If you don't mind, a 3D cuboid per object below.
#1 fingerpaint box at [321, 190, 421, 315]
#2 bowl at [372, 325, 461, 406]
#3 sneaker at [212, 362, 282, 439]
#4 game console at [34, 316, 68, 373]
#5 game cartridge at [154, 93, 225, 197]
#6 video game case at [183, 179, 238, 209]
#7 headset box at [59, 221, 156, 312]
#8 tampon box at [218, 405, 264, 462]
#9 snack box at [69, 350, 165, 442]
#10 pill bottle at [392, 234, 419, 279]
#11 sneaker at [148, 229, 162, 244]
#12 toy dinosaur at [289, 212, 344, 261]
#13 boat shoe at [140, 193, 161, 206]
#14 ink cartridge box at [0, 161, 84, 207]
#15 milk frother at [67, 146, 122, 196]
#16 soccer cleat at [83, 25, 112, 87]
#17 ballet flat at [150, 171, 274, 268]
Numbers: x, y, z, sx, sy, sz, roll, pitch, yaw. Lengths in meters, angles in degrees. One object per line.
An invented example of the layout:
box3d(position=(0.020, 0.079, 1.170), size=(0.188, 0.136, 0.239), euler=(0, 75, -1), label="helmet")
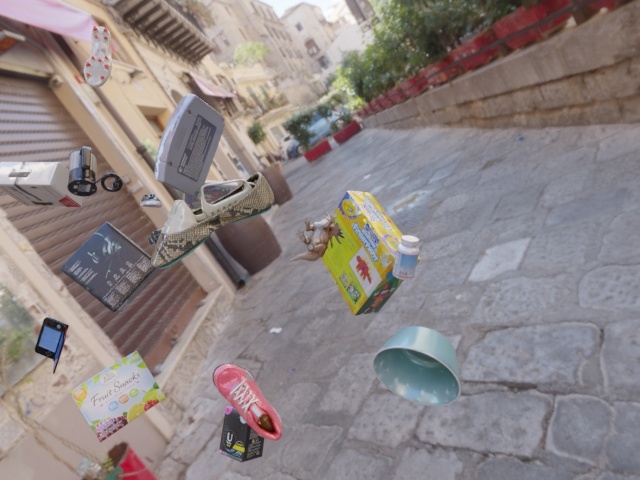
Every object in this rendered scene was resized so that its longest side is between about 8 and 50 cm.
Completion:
box3d(position=(0.198, 0.054, 2.025), size=(0.163, 0.444, 0.371), euler=(1, -46, -37), label="fingerpaint box")
box3d(position=(0.354, 0.423, 1.554), size=(0.312, 0.311, 0.163), euler=(-23, 23, 41), label="bowl")
box3d(position=(-0.223, 0.524, 1.427), size=(0.116, 0.314, 0.136), euler=(-42, 8, -19), label="sneaker")
box3d(position=(-0.916, 0.354, 1.484), size=(0.085, 0.124, 0.144), euler=(-77, 11, -78), label="game console")
box3d(position=(-0.425, -0.307, 1.427), size=(0.062, 0.198, 0.297), euler=(15, 84, 32), label="game cartridge")
box3d(position=(-0.451, -0.181, 1.788), size=(0.201, 0.023, 0.183), euler=(2, -32, -19), label="video game case")
box3d(position=(-0.818, 0.100, 1.719), size=(0.246, 0.283, 0.131), euler=(-52, 5, -14), label="headset box")
box3d(position=(-0.273, 0.677, 1.556), size=(0.120, 0.161, 0.101), euler=(0, -11, 36), label="tampon box")
box3d(position=(-0.605, 0.462, 1.318), size=(0.207, 0.174, 0.070), euler=(-31, -1, -28), label="snack box")
box3d(position=(0.332, 0.065, 1.691), size=(0.087, 0.160, 0.087), euler=(6, 21, -2), label="pill bottle")
box3d(position=(-0.672, -0.022, 1.924), size=(0.162, 0.063, 0.073), euler=(-26, -11, -7), label="sneaker")
box3d(position=(0.000, 0.000, 1.815), size=(0.127, 0.200, 0.295), euler=(21, 70, 28), label="toy dinosaur")
box3d(position=(-0.537, -0.127, 1.384), size=(0.049, 0.040, 0.142), euler=(10, -2, -37), label="boat shoe")
box3d(position=(-1.169, -0.232, 1.838), size=(0.273, 0.114, 0.197), euler=(3, -23, 10), label="ink cartridge box")
box3d(position=(-0.732, -0.222, 1.426), size=(0.129, 0.134, 0.143), euler=(-33, -33, 28), label="milk frother")
box3d(position=(-0.615, -0.504, 1.227), size=(0.068, 0.196, 0.076), euler=(3, -18, -19), label="soccer cleat")
box3d(position=(-0.384, -0.098, 1.491), size=(0.483, 0.182, 0.164), euler=(-31, 34, -21), label="ballet flat")
